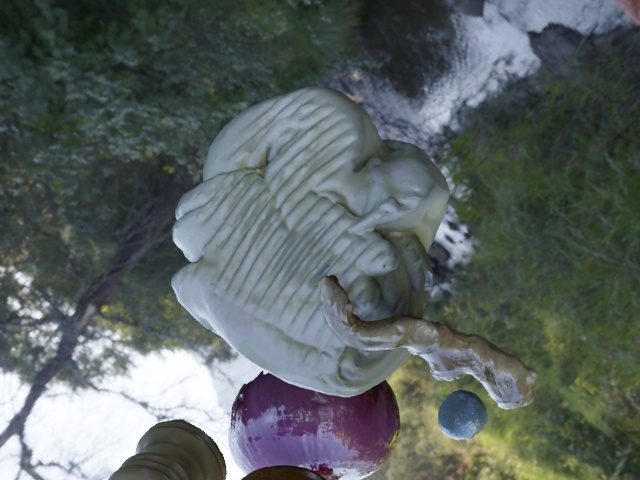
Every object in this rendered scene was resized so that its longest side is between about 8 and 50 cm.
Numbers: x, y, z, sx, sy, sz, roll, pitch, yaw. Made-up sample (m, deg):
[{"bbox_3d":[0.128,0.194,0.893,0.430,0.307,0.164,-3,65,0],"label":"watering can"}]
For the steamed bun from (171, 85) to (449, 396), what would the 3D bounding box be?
[{"bbox_3d":[0.000,0.000,0.946,0.352,0.339,0.247,29,179,19],"label":"steamed bun"}]

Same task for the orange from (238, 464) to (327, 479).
[{"bbox_3d":[-0.054,0.438,1.018,0.240,0.240,0.240,43,176,4],"label":"orange"}]

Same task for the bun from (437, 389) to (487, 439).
[{"bbox_3d":[0.216,0.264,1.096,0.045,0.083,0.083,31,-178,-26],"label":"bun"}]

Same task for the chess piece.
[{"bbox_3d":[-0.230,0.343,1.001,0.307,0.124,0.139,10,-123,-84],"label":"chess piece"}]

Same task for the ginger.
[{"bbox_3d":[0.118,0.117,0.801,0.288,0.075,0.089,23,147,-14],"label":"ginger"}]

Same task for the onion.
[{"bbox_3d":[-0.010,0.406,1.500,0.358,0.358,0.345,101,164,-85],"label":"onion"}]
